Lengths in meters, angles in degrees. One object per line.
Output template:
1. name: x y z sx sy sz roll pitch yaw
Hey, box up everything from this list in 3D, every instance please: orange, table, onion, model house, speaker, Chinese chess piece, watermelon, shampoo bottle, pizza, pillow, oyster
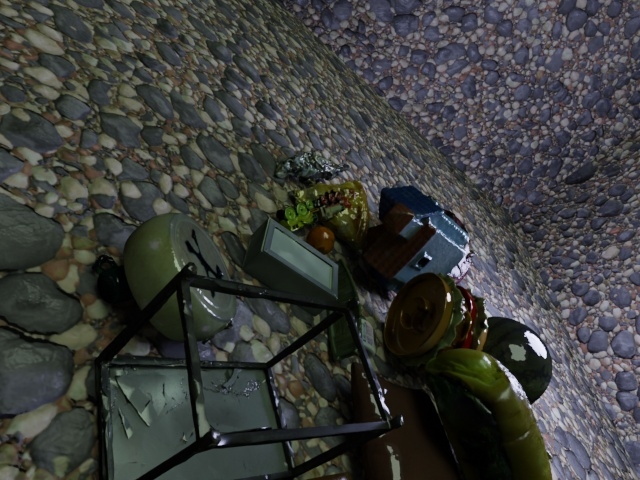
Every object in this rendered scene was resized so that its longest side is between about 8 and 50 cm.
1. orange: -0.001 0.000 1.272 0.083 0.083 0.084 34 33 -26
2. table: -0.106 0.223 0.683 0.334 0.272 0.222 17 44 -43
3. onion: 0.387 0.029 1.629 0.313 0.232 0.314 11 69 -31
4. model house: 0.227 -0.014 1.347 0.329 0.295 0.252 26 21 -45
5. speaker: -0.343 0.065 0.777 0.094 0.060 0.075 23 19 27
6. Chinese chess piece: -0.234 0.064 0.798 0.238 0.092 0.238 63 5 -10
7. watermelon: 0.528 0.366 1.363 0.359 0.279 0.279 10 48 -44
8. shampoo bottle: 0.105 0.244 1.171 0.072 0.043 0.099 35 32 -24
9. pizza: 0.041 -0.104 1.422 0.287 0.075 0.280 12 58 -34
10. pillow: 0.183 0.437 0.987 0.307 0.108 0.306 31 33 -38
11. oyster: -0.017 -0.238 1.475 0.252 0.199 0.087 -27 121 -75

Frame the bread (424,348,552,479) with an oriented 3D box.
1. bread: 0.382 0.427 1.045 0.377 0.208 0.251 62 4 -15

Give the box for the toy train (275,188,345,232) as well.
1. toy train: -0.020 -0.083 1.294 0.249 0.053 0.085 -24 96 -43

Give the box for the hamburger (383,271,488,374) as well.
1. hamburger: 0.328 0.238 1.254 0.212 0.274 0.275 31 34 -22

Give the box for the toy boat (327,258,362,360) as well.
1. toy boat: 0.060 0.172 1.150 0.055 0.093 0.293 49 24 -39

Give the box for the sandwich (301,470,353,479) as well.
1. sandwich: -0.029 0.433 0.730 0.244 0.090 0.088 18 39 -42

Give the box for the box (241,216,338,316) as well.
1. box: -0.066 0.063 1.108 0.225 0.086 0.130 35 33 -22
